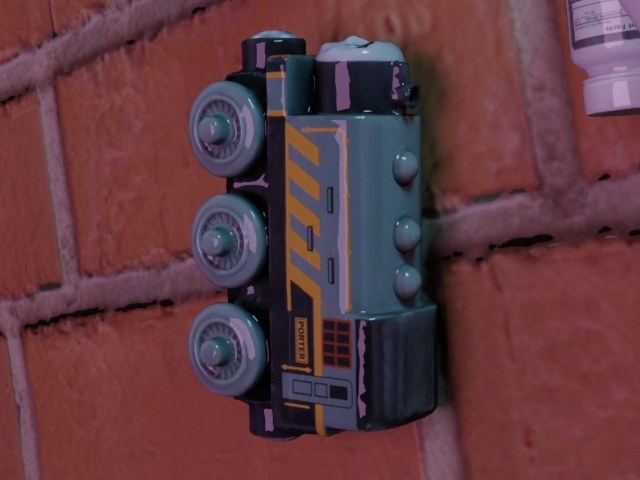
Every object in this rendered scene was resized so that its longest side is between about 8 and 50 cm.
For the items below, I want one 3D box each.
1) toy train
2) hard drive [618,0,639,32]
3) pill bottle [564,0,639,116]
[{"bbox_3d":[0.000,0.000,1.036,0.190,0.142,0.333,3,96,36],"label":"toy train"},{"bbox_3d":[0.299,-0.059,0.635,0.318,0.040,0.210,59,144,10],"label":"hard drive"},{"bbox_3d":[0.194,-0.149,0.829,0.078,0.078,0.137,-4,92,49],"label":"pill bottle"}]
